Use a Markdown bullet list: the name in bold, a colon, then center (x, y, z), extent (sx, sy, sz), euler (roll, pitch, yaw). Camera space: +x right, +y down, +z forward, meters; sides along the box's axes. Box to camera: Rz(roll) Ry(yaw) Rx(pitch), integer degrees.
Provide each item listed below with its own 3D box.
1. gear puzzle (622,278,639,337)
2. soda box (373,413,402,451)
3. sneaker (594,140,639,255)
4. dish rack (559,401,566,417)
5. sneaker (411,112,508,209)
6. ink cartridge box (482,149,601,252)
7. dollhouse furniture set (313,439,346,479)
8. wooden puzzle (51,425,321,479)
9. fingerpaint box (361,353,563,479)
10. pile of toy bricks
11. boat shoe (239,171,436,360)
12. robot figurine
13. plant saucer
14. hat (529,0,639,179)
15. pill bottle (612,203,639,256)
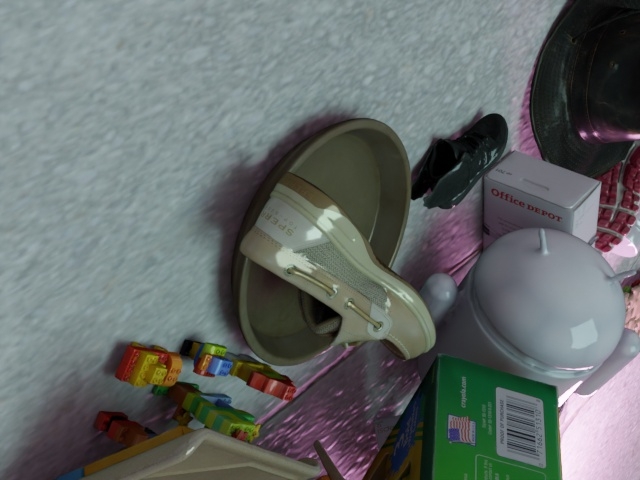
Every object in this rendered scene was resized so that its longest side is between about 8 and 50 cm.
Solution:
- **gear puzzle**: center (0.597, 0.156, 2.035), extent (0.339, 0.044, 0.175), euler (-20, 129, -44)
- **soda box**: center (0.128, 0.329, 1.426), extent (0.069, 0.074, 0.216), euler (-13, 137, 5)
- **sneaker**: center (0.457, -0.083, 1.603), extent (0.299, 0.121, 0.112), euler (-52, 174, -7)
- **dish rack**: center (0.345, 0.322, 1.759), extent (0.271, 0.074, 0.208), euler (12, 103, -59)
- **sneaker**: center (0.169, -0.100, 1.231), extent (0.170, 0.051, 0.089), euler (-54, 151, -10)
- **ink cartridge box**: center (0.300, -0.009, 1.397), extent (0.082, 0.139, 0.191), euler (-38, 139, -34)
- **dollhouse furniture set**: center (-0.073, 0.351, 1.111), extent (0.262, 0.135, 0.259), euler (-31, 139, -8)
- **wooden puzzle**: center (-0.143, 0.220, 0.917), extent (0.221, 0.044, 0.238), euler (-25, 155, 18)
- **fingerpaint box**: center (0.123, 0.417, 1.132), extent (0.445, 0.163, 0.371), euler (-80, -171, -45)
- **pile of toy bricks**: center (-0.105, 0.164, 0.972), extent (0.212, 0.105, 0.118), euler (19, 96, -57)
- **boat shoe**: center (0.020, 0.052, 1.007), extent (0.098, 0.109, 0.302), euler (-52, 140, -9)
- **robot figurine**: center (0.255, 0.122, 1.310), extent (0.353, 0.300, 0.200), euler (117, -18, -45)
- **plant saucer**: center (0.000, 0.000, 1.071), extent (0.278, 0.041, 0.278), euler (-34, 137, -39)
- **hat**: center (0.440, -0.221, 1.419), extent (0.331, 0.134, 0.331), euler (-19, 118, -41)
- **pill bottle**: center (0.541, -0.084, 1.710), extent (0.216, 0.121, 0.121), euler (-55, 147, -13)
